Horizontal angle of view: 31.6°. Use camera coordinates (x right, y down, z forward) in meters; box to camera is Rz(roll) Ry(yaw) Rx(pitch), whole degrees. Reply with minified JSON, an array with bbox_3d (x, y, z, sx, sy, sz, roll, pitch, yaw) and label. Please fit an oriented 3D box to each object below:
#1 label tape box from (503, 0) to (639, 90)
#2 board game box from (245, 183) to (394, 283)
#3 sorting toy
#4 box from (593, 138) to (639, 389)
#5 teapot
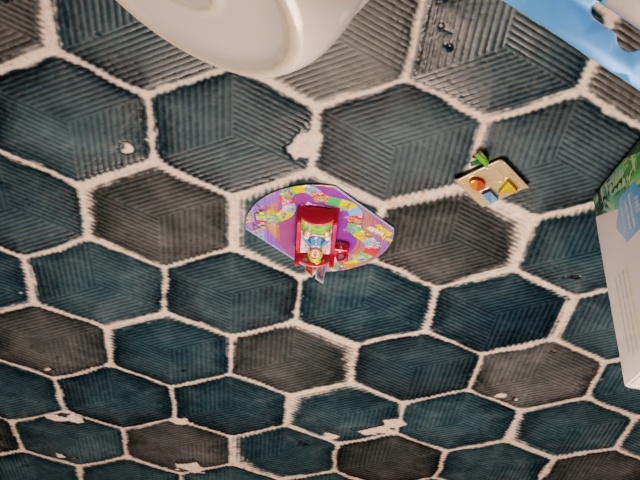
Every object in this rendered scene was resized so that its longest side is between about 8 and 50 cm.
[{"bbox_3d":[0.277,-0.211,0.799,0.249,0.115,0.348,36,140,4],"label":"label tape box"},{"bbox_3d":[0.000,0.000,1.271,0.133,0.033,0.168,-26,136,35],"label":"board game box"},{"bbox_3d":[0.172,-0.065,1.183,0.062,0.012,0.083,-22,139,31],"label":"sorting toy"},{"bbox_3d":[0.357,-0.036,1.021,0.058,0.232,0.322,10,144,-15],"label":"box"},{"bbox_3d":[-0.057,-0.255,0.792,0.252,0.187,0.256,31,162,6],"label":"teapot"}]
